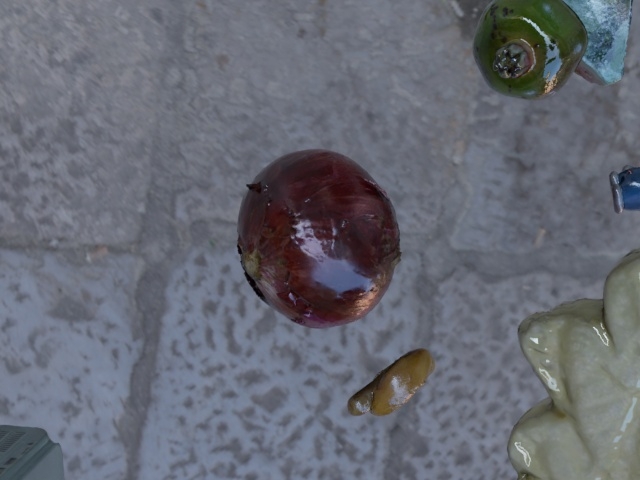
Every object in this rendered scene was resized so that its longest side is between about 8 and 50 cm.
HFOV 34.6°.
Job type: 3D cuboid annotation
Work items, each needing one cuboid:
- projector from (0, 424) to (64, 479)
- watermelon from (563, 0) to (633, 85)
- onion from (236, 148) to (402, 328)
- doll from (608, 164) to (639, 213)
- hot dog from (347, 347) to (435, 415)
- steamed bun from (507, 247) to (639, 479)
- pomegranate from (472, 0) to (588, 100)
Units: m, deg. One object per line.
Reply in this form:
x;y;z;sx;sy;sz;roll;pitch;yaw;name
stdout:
-0.354;0.349;1.096;0.108;0.198;0.250;1;103;9;projector
0.485;-0.385;1.887;0.139;0.256;0.193;11;97;6;watermelon
0.000;0.000;1.562;0.276;0.276;0.276;-8;111;-21;onion
0.460;-0.073;1.354;0.152;0.114;0.085;-9;125;13;doll
0.102;0.205;1.454;0.060;0.090;0.140;44;87;7;hot dog
0.280;0.131;0.666;0.137;0.295;0.292;-20;79;-51;steamed bun
0.318;-0.299;1.602;0.209;0.180;0.180;-39;132;-59;pomegranate
